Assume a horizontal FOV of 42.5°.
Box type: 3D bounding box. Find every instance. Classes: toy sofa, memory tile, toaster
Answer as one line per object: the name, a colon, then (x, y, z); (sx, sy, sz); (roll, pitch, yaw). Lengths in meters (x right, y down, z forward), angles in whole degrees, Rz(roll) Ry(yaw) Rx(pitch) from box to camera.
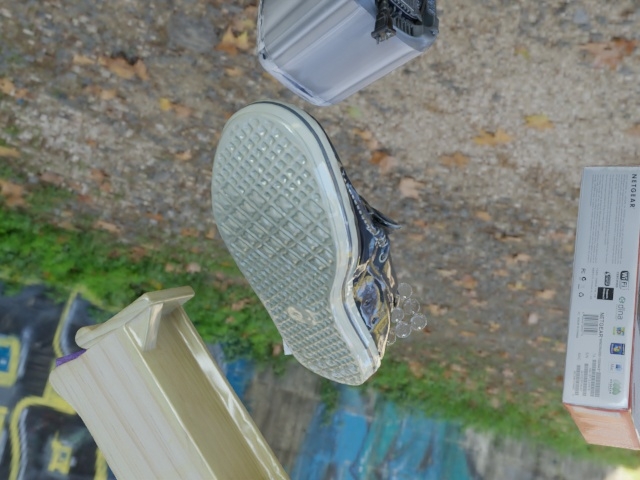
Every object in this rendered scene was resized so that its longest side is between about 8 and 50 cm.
toy sofa: (-0.173, 0.251, 1.069); (0.177, 0.362, 0.150); (-35, 173, 13)
memory tile: (0.142, 0.163, 1.744); (0.148, 0.113, 0.012); (-26, -171, 5)
toaster: (0.025, -0.230, 0.793); (0.129, 0.227, 0.146); (29, 139, -34)

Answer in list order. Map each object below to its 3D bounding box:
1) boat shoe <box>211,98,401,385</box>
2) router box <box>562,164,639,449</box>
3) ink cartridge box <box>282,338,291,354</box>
boat shoe: (0.000, 0.000, 1.035); (0.186, 0.156, 0.500); (15, 148, 27)
router box: (0.421, 0.105, 1.185); (0.082, 0.335, 0.301); (2, 159, 25)
ink cartridge box: (-0.042, 0.147, 1.503); (0.062, 0.115, 0.029); (-7, -173, 1)
